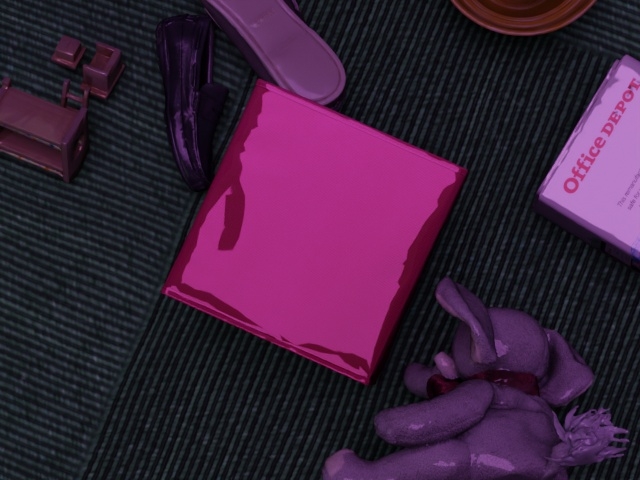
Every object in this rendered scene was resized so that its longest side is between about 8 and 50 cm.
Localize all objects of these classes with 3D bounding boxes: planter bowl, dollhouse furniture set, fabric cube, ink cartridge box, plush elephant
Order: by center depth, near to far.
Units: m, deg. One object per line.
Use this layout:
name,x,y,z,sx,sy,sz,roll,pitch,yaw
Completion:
plush elephant,0.179,0.186,1.743,0.330,0.272,0.255,-31,42,27
fabric cube,0.000,0.000,1.759,0.254,0.259,0.258,23,87,5
ink cartridge box,0.417,-0.058,1.813,0.278,0.117,0.201,31,86,6
planter bowl,0.243,-0.345,1.869,0.217,0.090,0.217,0,84,3
dollhouse furniture set,-0.358,-0.184,1.899,0.182,0.101,0.161,22,60,6

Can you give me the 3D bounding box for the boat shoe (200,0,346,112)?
boat shoe,-0.083,-0.282,1.886,0.112,0.095,0.335,-31,78,-12

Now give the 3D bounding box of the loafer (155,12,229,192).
loafer,-0.150,-0.171,1.876,0.078,0.076,0.223,-10,79,10
